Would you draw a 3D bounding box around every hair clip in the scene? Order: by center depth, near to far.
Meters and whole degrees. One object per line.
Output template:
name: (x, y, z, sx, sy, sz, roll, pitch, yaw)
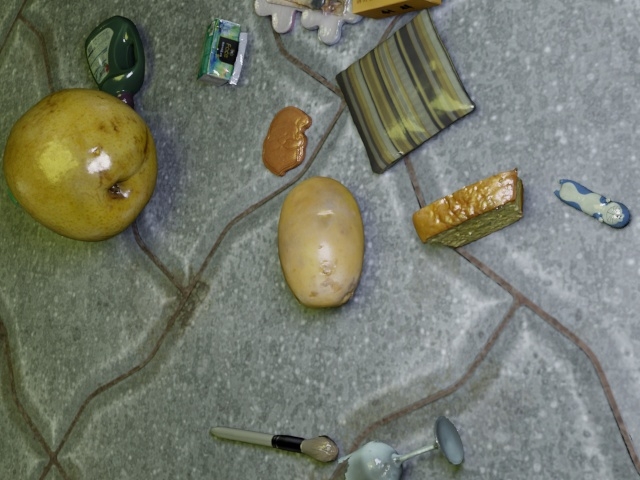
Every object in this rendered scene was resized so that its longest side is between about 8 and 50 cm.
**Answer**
hair clip: (-0.027, -0.443, 1.723, 0.257, 0.075, 0.146, 25, 113, 45)

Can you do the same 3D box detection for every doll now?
doll: (0.387, -0.054, 1.341, 0.125, 0.027, 0.037, 32, 108, 38)

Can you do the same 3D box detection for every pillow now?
pillow: (0.136, -0.247, 1.562, 0.212, 0.052, 0.208, -33, 64, 30)

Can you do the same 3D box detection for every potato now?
potato: (0.000, 0.000, 1.570, 0.150, 0.146, 0.234, -9, 72, 5)

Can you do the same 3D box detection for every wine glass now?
wine glass: (0.118, 0.336, 1.435, 0.195, 0.079, 0.079, -29, 64, 29)

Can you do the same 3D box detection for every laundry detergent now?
laundry detergent: (-0.431, -0.369, 2.014, 0.144, 0.078, 0.221, -35, 61, 23)

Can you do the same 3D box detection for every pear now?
pear: (-0.471, -0.153, 1.863, 0.314, 0.314, 0.314, -9, 75, 36)

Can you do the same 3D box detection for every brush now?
brush: (-0.087, 0.343, 1.623, 0.299, 0.039, 0.042, 1, 120, 40)

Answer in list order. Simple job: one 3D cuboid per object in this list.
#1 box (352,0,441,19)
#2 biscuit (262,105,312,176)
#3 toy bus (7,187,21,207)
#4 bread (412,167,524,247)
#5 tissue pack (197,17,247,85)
box: (0.127, -0.503, 1.567, 0.152, 0.070, 0.237, 1, 92, 47)
biscuit: (-0.064, -0.183, 1.726, 0.102, 0.019, 0.130, 18, 92, 40)
toy bus: (-0.593, -0.183, 2.086, 0.091, 0.109, 0.261, 43, 106, 42)
bread: (0.233, -0.045, 1.412, 0.187, 0.103, 0.065, -26, 65, 29)
tissue pack: (-0.189, -0.364, 1.831, 0.085, 0.079, 0.111, 179, 102, -70)
